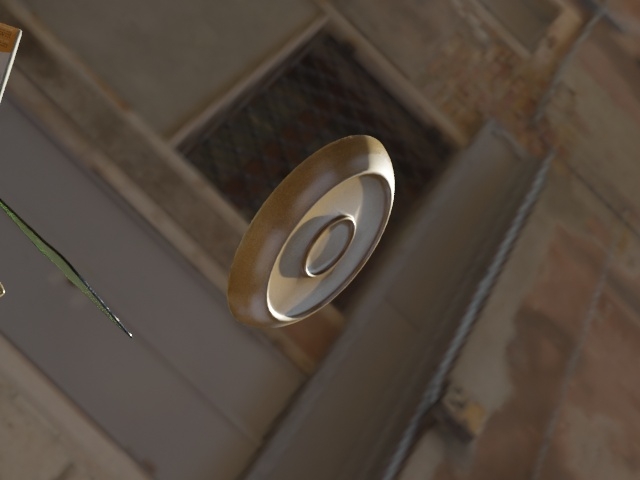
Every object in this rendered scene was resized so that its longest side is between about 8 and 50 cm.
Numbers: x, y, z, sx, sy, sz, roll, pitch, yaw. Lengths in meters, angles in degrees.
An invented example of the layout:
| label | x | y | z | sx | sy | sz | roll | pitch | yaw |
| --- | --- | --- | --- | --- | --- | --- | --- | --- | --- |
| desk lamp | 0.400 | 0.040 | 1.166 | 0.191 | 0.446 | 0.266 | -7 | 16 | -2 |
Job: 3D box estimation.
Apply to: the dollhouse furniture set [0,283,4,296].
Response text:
| label | x | y | z | sx | sy | sz | roll | pitch | yaw |
| --- | --- | --- | --- | --- | --- | --- | --- | --- | --- |
| dollhouse furniture set | -0.500 | 0.058 | 1.502 | 0.198 | 0.151 | 0.302 | -36 | -162 | -32 |

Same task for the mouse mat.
| label | x | y | z | sx | sy | sz | roll | pitch | yaw |
| --- | --- | --- | --- | --- | --- | --- | --- | --- | --- |
| mouse mat | -0.278 | 0.020 | 1.411 | 0.007 | 0.190 | 0.152 | -43 | 145 | -11 |

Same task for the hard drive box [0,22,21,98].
| label | x | y | z | sx | sy | sz | roll | pitch | yaw |
| --- | --- | --- | --- | --- | --- | --- | --- | --- | --- |
| hard drive box | -0.420 | -0.147 | 1.362 | 0.232 | 0.181 | 0.089 | -90 | -157 | -46 |

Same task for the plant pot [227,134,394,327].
| label | x | y | z | sx | sy | sz | roll | pitch | yaw |
| --- | --- | --- | --- | --- | --- | --- | --- | --- | --- |
| plant pot | 0.000 | 0.000 | 1.378 | 0.236 | 0.032 | 0.236 | -37 | 150 | -26 |
